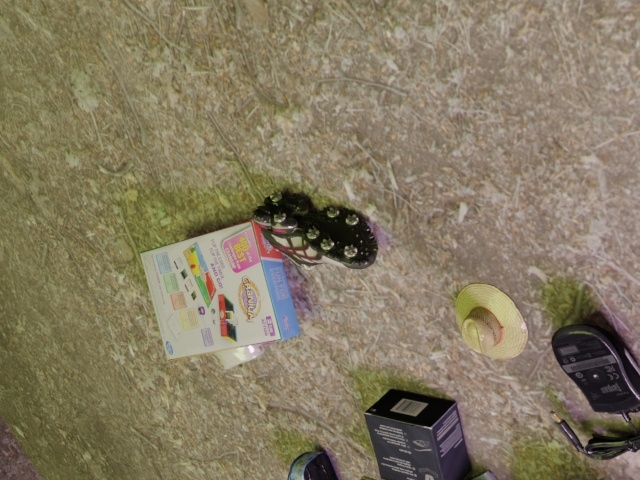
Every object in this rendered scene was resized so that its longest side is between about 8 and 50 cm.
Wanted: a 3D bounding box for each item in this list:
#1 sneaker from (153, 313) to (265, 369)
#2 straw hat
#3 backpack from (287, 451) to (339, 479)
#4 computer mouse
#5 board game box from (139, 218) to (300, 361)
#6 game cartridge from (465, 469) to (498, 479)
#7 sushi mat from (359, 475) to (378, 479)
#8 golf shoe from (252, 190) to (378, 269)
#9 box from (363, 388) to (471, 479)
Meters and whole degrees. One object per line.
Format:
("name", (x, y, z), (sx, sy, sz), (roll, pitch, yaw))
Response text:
("sneaker", (-0.246, 0.211, 1.892), (0.293, 0.108, 0.169), (-8, 106, 44))
("straw hat", (0.265, 0.148, 1.417), (0.145, 0.061, 0.144), (22, 128, 31))
("backpack", (-0.021, 0.523, 1.882), (0.084, 0.105, 0.114), (-4, 107, 43))
("computer mouse", (0.422, 0.229, 1.329), (0.262, 0.060, 0.184), (50, 135, -11))
("board game box", (-0.209, 0.103, 1.734), (0.317, 0.064, 0.242), (-14, 90, 34))
("game cartridge", (0.306, 0.466, 1.613), (0.056, 0.017, 0.083), (47, 138, 4))
("sushi mat", (0.239, 0.497, 1.619), (0.317, 0.151, 0.019), (3, 72, 42))
("golf shoe", (0.000, 0.000, 1.558), (0.273, 0.105, 0.120), (25, 146, 37))
("box", (0.183, 0.378, 1.611), (0.156, 0.093, 0.158), (4, 117, 42))
